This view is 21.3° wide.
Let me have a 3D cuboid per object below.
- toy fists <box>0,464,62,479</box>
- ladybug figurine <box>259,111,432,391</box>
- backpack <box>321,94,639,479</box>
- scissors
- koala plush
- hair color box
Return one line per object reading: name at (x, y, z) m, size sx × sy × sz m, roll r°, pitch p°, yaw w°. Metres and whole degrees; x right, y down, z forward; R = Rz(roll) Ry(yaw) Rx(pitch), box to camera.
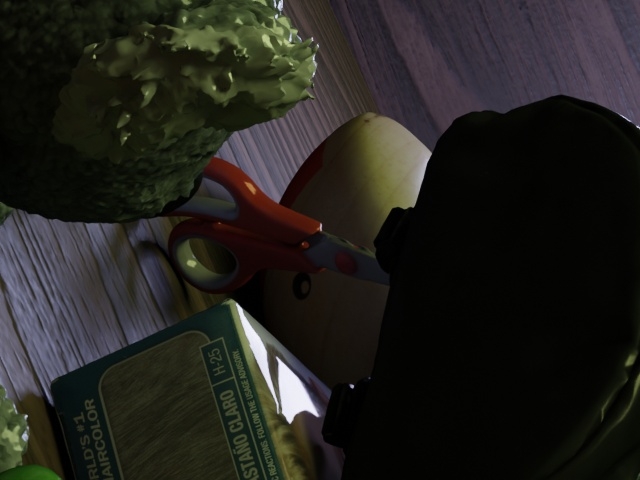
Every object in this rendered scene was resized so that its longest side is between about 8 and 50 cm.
toy fists at (-0.072, 0.181, 0.565) m, size 0.279 × 0.096 × 0.142 m, roll 56°, pitch 27°, yaw -44°
ladybug figurine at (0.059, 0.051, 1.419) m, size 0.305 × 0.161 × 0.449 m, roll 66°, pitch 10°, yaw 3°
backpack at (0.197, 0.130, 0.891) m, size 0.356 × 0.273 × 0.290 m, roll 59°, pitch 36°, yaw -38°
scissors at (0.000, 0.000, 1.043) m, size 0.021 × 0.297 × 0.109 m, roll -42°, pitch 126°, yaw -39°
koala plush at (-0.109, -0.050, 0.561) m, size 0.203 × 0.221 × 0.196 m, roll 58°, pitch 12°, yaw -36°
hair color box at (-0.004, 0.181, 0.908) m, size 0.347 × 0.105 × 0.174 m, roll 48°, pitch 20°, yaw -60°
